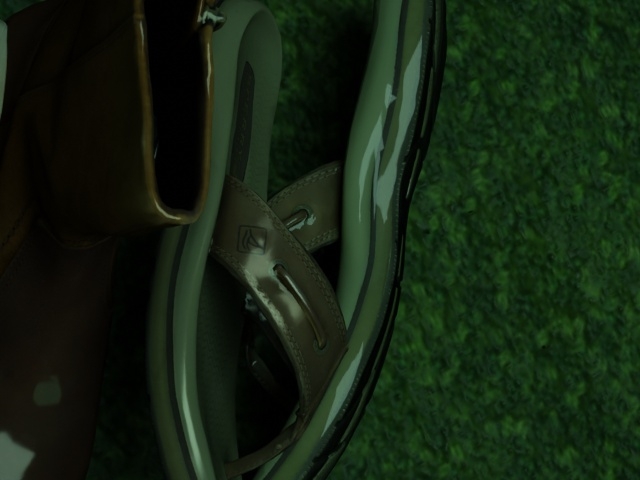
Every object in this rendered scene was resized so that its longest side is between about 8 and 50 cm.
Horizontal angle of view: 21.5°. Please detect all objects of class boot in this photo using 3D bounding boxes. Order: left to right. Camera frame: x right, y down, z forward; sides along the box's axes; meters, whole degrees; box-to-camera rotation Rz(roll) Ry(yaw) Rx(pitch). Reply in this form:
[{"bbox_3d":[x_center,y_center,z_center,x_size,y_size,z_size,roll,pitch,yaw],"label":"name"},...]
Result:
[{"bbox_3d":[-0.092,0.005,0.694,0.096,0.280,0.264,15,76,-23],"label":"boot"}]

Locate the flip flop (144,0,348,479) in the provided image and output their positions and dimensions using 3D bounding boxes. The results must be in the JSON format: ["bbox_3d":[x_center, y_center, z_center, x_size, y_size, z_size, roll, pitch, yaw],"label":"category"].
[{"bbox_3d":[-0.026,0.019,0.755,0.080,0.112,0.277,1,69,7],"label":"flip flop"}]

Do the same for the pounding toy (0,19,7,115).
[{"bbox_3d":[-0.220,-0.044,0.651,0.155,0.269,0.154,12,113,-27],"label":"pounding toy"}]

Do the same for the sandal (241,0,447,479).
[{"bbox_3d":[0.000,-0.001,0.860,0.086,0.120,0.303,11,76,6],"label":"sandal"}]
